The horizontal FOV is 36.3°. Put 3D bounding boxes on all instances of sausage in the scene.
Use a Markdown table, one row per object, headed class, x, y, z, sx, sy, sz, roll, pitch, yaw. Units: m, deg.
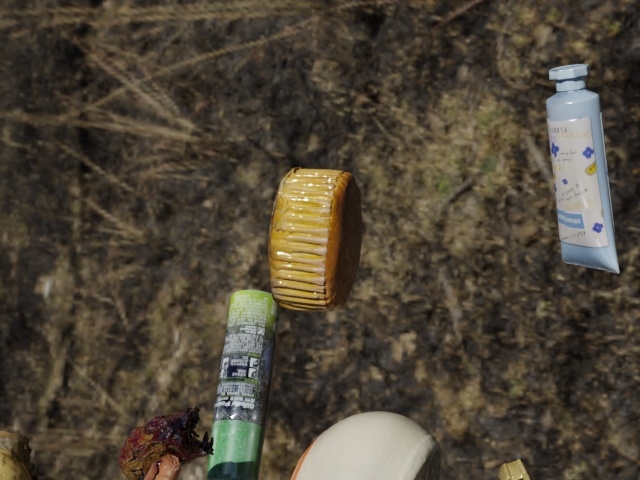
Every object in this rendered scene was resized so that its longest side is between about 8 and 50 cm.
| class | x | y | z | sx | sy | sz | roll | pitch | yaw |
| --- | --- | --- | --- | --- | --- | --- | --- | --- | --- |
| sausage | -0.243 | 0.358 | 1.343 | 0.176 | 0.040 | 0.047 | -55 | 33 | 29 |

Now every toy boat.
| class | x | y | z | sx | sy | sz | roll | pitch | yaw |
| --- | --- | --- | --- | --- | --- | --- | --- | --- | --- |
| toy boat | 0.319 | 0.414 | 1.580 | 0.206 | 0.065 | 0.072 | 69 | -178 | -59 |

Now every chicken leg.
| class | x | y | z | sx | sy | sz | roll | pitch | yaw |
| --- | --- | --- | --- | --- | --- | --- | --- | --- | --- |
| chicken leg | -0.226 | 0.299 | 1.384 | 0.234 | 0.105 | 0.063 | -38 | 25 | 41 |

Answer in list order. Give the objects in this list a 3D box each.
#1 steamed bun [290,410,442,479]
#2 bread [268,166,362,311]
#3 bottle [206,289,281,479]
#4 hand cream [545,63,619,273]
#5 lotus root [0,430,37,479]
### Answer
| class | x | y | z | sx | sy | sz | roll | pitch | yaw |
| --- | --- | --- | --- | --- | --- | --- | --- | --- | --- |
| steamed bun | 0.044 | 0.364 | 1.323 | 0.177 | 0.283 | 0.282 | 17 | 100 | 20 |
| bread | 0.000 | 0.000 | 1.313 | 0.199 | 0.104 | 0.199 | 5 | -90 | -76 |
| bottle | -0.131 | 0.252 | 1.668 | 0.093 | 0.093 | 0.329 | -37 | 41 | 56 |
| hand cream | 0.214 | -0.058 | 0.801 | 0.065 | 0.043 | 0.170 | 15 | 120 | 60 |
| lotus root | -0.285 | 0.279 | 0.690 | 0.146 | 0.131 | 0.303 | 10 | 80 | 40 |
